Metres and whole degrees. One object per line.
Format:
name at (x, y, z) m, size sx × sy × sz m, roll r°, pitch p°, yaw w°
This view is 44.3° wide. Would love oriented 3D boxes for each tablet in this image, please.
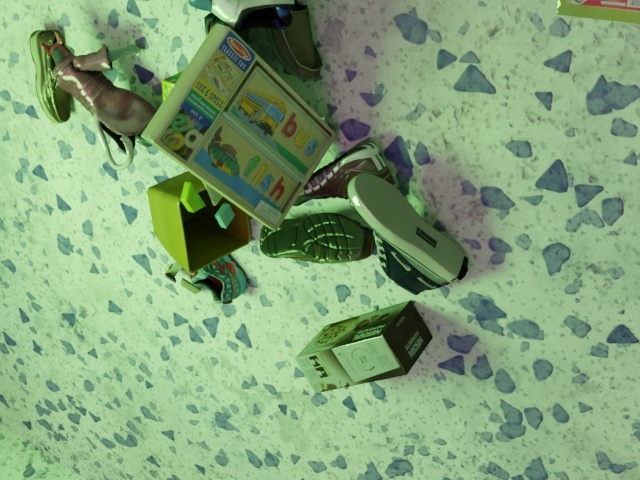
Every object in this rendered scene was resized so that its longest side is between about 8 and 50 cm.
tablet at (0.076, -0.077, 1.886) m, size 0.083 × 0.006 × 0.054 m, roll 23°, pitch 127°, yaw 20°

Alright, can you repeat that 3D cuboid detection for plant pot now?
plant pot at (-0.329, -0.074, 2.042) m, size 0.187 × 0.212 × 0.212 m, roll 23°, pitch 129°, yaw 38°

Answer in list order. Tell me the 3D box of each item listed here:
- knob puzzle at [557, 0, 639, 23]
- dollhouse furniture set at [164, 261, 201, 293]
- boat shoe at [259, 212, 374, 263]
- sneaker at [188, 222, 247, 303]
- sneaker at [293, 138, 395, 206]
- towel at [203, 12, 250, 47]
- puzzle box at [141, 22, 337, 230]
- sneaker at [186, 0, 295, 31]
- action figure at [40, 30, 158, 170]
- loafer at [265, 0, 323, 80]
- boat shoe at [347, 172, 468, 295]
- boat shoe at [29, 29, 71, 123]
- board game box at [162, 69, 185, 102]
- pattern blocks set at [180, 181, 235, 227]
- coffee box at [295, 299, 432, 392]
knob puzzle at (0.502, -0.477, 1.342) m, size 0.213 × 0.030 × 0.213 m, roll 17°, pitch 125°, yaw 26°
dollhouse furniture set at (-0.386, 0.093, 2.298) m, size 0.114 × 0.091 × 0.081 m, roll 34°, pitch 92°, yaw -17°
boat shoe at (0.000, 0.000, 1.914) m, size 0.324 × 0.120 × 0.122 m, roll 6°, pitch 82°, yaw 40°
sneaker at (-0.317, 0.063, 2.154) m, size 0.262 × 0.125 × 0.104 m, roll 47°, pitch 132°, yaw 1°
sneaker at (0.055, -0.103, 1.821) m, size 0.281 × 0.106 × 0.162 m, roll -29°, pitch 101°, yaw 41°
towel at (-0.183, -0.341, 1.739) m, size 0.040 × 0.271 × 0.370 m, roll 0°, pitch 120°, yaw 9°
puzzle box at (-0.151, -0.222, 1.651) m, size 0.052 × 0.272 × 0.409 m, roll 27°, pitch 173°, yaw 42°
sneaker at (-0.097, -0.520, 1.556) m, size 0.182 × 0.315 × 0.127 m, roll 42°, pitch 167°, yaw 0°
action figure at (-0.574, -0.362, 1.993) m, size 0.370 × 0.275 × 0.248 m, roll 42°, pitch 139°, yaw -13°
loafer at (-0.066, -0.463, 1.690) m, size 0.087 × 0.094 × 0.251 m, roll -22°, pitch 103°, yaw 45°
boat shoe at (0.159, 0.001, 1.759) m, size 0.340 × 0.127 × 0.158 m, roll 41°, pitch 137°, yaw -15°
boat shoe at (-0.721, -0.443, 2.148) m, size 0.095 × 0.095 × 0.257 m, roll 6°, pitch 119°, yaw 25°
board game box at (-0.297, -0.357, 1.850) m, size 0.043 × 0.181 × 0.092 m, roll 20°, pitch 126°, yaw 24°
pattern blocks set at (-0.240, -0.189, 1.854) m, size 0.026 × 0.285 × 0.325 m, roll 15°, pitch 158°, yaw 27°
coffee box at (0.107, 0.269, 1.964) m, size 0.297 × 0.168 × 0.118 m, roll -21°, pitch 104°, yaw 41°
